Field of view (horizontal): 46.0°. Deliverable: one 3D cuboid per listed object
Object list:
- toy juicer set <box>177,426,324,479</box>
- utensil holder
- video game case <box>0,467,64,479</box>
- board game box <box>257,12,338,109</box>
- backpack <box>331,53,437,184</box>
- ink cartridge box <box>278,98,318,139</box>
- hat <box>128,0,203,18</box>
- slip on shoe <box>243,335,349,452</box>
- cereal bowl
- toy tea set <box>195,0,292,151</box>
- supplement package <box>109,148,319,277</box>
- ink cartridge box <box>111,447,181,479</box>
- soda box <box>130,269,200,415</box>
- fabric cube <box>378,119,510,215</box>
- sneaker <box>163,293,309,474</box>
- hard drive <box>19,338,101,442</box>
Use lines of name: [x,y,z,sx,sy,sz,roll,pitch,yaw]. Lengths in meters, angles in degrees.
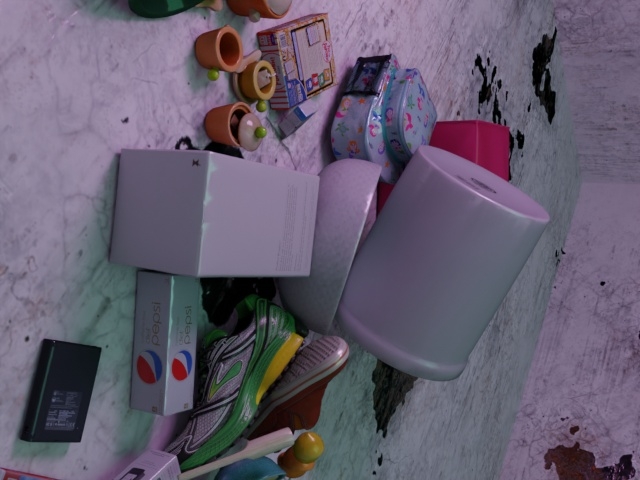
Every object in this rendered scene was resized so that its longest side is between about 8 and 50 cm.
toy juicer set: [-0.088,0.388,1.246,0.329,0.209,0.090,72,-6,-68]
utensil holder: [0.247,0.041,1.575,0.327,0.327,0.386,-5,127,-59]
video game case: [-0.372,0.436,1.034,0.285,0.025,0.204,43,58,-53]
board game box: [-0.039,-0.348,1.456,0.193,0.045,0.147,-38,126,-51]
backpack: [0.134,-0.248,1.636,0.254,0.191,0.225,-64,144,-22]
ink cartridge box: [-0.047,-0.232,1.449,0.028,0.083,0.048,51,41,-2]
hat: [-0.236,-0.445,1.070,0.184,0.172,0.208,62,-4,1]
slip on shoe: [-0.034,0.272,1.311,0.331,0.101,0.123,-51,-177,40]
cereal bowl: [0.000,0.000,1.420,0.339,0.141,0.339,17,90,-88]
toy tea set: [-0.112,-0.321,1.261,0.200,0.124,0.336,-27,117,-55]
supplement package: [-0.156,-0.037,1.180,0.293,0.175,0.178,6,91,-59]
ink cartridge box: [-0.271,0.399,1.111,0.150,0.063,0.109,-38,126,-52]
soda box: [-0.240,0.155,1.166,0.069,0.073,0.216,-1,95,-59]
fabric cube: [0.305,-0.155,1.852,0.254,0.259,0.258,-8,99,-58]
sneaker: [-0.170,0.242,1.280,0.146,0.134,0.344,40,60,-11]
hard drive: [-0.353,0.207,1.035,0.094,0.022,0.135,26,72,-57]
